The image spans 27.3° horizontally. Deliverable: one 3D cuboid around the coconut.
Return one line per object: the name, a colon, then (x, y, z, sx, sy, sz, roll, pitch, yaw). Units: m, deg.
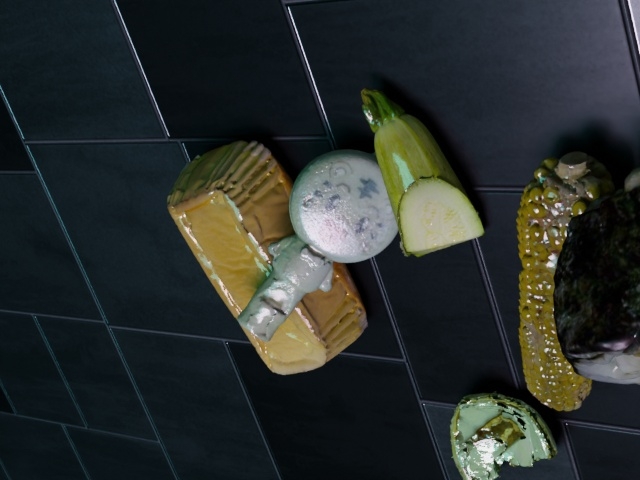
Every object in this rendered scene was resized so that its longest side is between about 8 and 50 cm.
coconut: (0.212, 0.225, 1.544, 0.158, 0.055, 0.133, -19, 107, 45)

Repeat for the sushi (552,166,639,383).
sushi: (0.368, 0.028, 1.131, 0.350, 0.171, 0.211, -9, 159, 32)

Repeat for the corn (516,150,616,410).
corn: (0.248, 0.044, 1.342, 0.097, 0.097, 0.320, 19, 134, 28)

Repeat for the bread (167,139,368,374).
bread: (-0.065, 0.023, 1.567, 0.152, 0.119, 0.288, -17, 111, 43)

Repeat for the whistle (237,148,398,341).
whistle: (0.000, 0.000, 1.454, 0.126, 0.067, 0.258, 35, 96, -9)

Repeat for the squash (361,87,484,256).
squash: (0.097, -0.072, 1.385, 0.090, 0.075, 0.200, -19, 109, 28)
